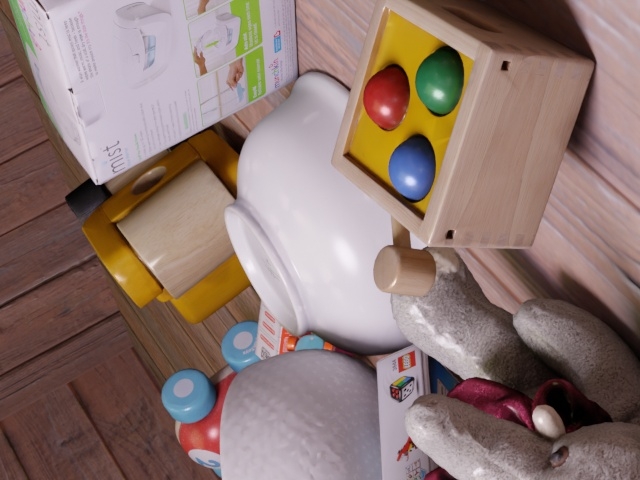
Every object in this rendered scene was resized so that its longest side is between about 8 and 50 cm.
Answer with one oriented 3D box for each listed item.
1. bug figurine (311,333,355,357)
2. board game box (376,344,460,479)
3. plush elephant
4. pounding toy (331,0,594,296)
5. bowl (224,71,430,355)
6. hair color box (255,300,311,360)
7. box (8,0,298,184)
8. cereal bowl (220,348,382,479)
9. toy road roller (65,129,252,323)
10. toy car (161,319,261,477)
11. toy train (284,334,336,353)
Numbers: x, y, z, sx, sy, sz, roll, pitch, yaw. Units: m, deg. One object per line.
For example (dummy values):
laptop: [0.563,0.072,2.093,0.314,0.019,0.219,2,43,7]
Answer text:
bug figurine: [0.037,0.224,1.734,0.279,0.072,0.216,-178,66,-79]
board game box: [0.123,0.258,1.149,0.193,0.053,0.305,46,-151,-35]
plush elephant: [0.145,0.165,0.905,0.330,0.272,0.255,28,171,12]
pounding toy: [0.058,-0.055,0.902,0.181,0.094,0.206,43,123,50]
bowl: [0.000,0.000,1.317,0.298,0.134,0.298,54,164,23]
hair color box: [-0.041,0.083,1.665,0.072,0.043,0.141,-144,59,-60]
box: [-0.147,-0.205,1.232,0.127,0.231,0.262,54,165,25]
cereal bowl: [0.046,0.249,1.269,0.339,0.141,0.339,58,-161,-33]
toy road roller: [-0.158,0.001,1.749,0.240,0.202,0.329,54,175,-26]
toy car: [-0.069,0.277,1.934,0.238,0.210,0.219,44,168,39]
toy train: [0.026,0.162,1.582,0.166,0.125,0.046,59,173,39]
